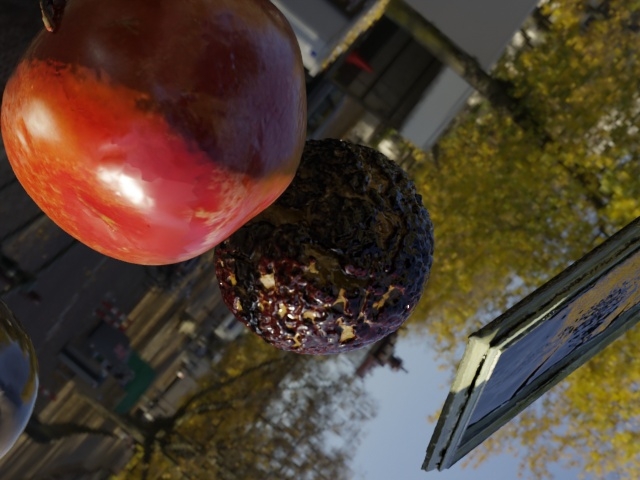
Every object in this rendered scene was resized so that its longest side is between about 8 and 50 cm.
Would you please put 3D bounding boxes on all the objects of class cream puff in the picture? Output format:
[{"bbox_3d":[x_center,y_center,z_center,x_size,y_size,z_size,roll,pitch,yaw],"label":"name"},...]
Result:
[{"bbox_3d":[0.000,0.000,0.927,0.239,0.239,0.164,-50,152,-18],"label":"cream puff"}]

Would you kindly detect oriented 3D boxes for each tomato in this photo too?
[{"bbox_3d":[-0.083,-0.073,0.500,0.187,0.151,0.187,-40,172,-7],"label":"tomato"}]

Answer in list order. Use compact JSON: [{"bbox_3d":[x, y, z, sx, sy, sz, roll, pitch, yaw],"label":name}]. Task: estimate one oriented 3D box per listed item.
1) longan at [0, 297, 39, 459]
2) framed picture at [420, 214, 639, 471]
[{"bbox_3d":[-0.512,0.163,1.088,0.319,0.319,0.319,-50,179,-1],"label":"longan"},{"bbox_3d":[0.198,0.045,0.621,0.293,0.018,0.231,-32,154,-19],"label":"framed picture"}]
